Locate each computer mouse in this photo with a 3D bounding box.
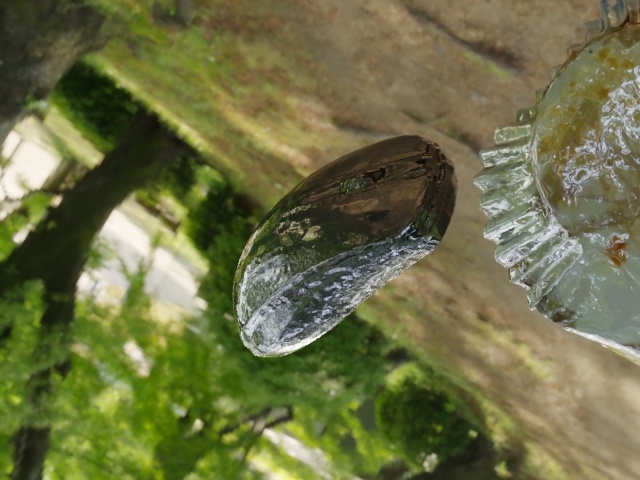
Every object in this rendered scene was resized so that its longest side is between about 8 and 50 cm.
[{"bbox_3d":[0.000,0.000,0.952,0.086,0.138,0.269,33,125,-26],"label":"computer mouse"}]

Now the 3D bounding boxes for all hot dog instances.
[{"bbox_3d":[0.199,-0.007,0.439,0.270,0.163,0.082,23,-167,2],"label":"hot dog"}]
